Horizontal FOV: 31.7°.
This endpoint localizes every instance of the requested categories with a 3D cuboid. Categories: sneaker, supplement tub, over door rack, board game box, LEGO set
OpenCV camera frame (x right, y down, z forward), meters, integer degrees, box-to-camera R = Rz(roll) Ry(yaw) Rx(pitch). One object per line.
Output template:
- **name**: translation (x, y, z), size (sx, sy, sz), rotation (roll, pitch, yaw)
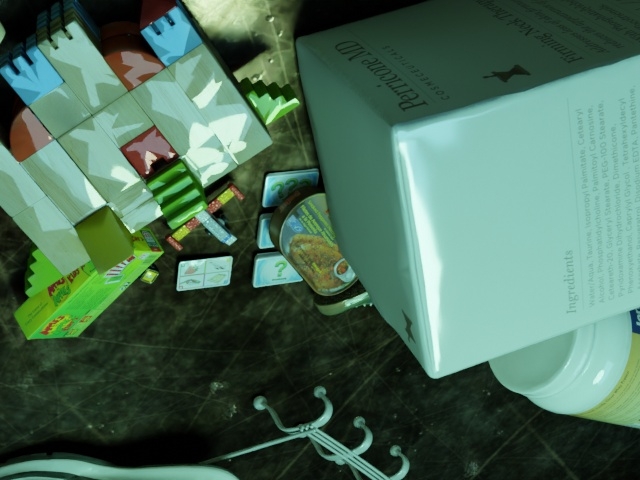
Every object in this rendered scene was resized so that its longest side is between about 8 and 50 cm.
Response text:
- **sneaker**: translation (-0.325, 0.444, 1.565), size (0.448, 0.257, 0.169), rotation (-1, 129, -5)
- **supplement tub**: translation (0.436, 0.166, 1.747), size (0.316, 0.228, 0.228), rotation (15, 119, -33)
- **over door rack**: translation (-0.059, 0.353, 1.768), size (0.324, 0.108, 0.239), rotation (-31, 132, 20)
- **board game box**: translation (-0.291, 0.053, 1.415), size (0.181, 0.043, 0.092), rotation (-42, 158, 22)
- **sneaker**: translation (0.090, 0.073, 1.626), size (0.192, 0.064, 0.086), rotation (-29, 127, -5)
- **LEGO set**: translation (-0.118, 0.002, 1.484), size (0.244, 0.060, 0.182), rotation (-6, 127, -23)

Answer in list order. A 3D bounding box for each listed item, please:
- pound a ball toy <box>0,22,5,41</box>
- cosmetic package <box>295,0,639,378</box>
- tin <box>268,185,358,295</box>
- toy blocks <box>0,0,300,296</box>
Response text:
- **pound a ball toy**: translation (-0.297, -0.327, 0.967), size (0.208, 0.319, 0.136), rotation (-44, 131, 13)
- **cosmetic package**: translation (0.227, -0.101, 1.343), size (0.394, 0.329, 0.327), rotation (-18, 121, -11)
- **tin**: translation (0.000, 0.000, 1.530), size (0.106, 0.040, 0.189), rotation (-43, 136, -4)
- **toy blocks**: translation (-0.247, -0.146, 1.250), size (0.381, 0.190, 0.261), rotation (-32, 121, 5)
